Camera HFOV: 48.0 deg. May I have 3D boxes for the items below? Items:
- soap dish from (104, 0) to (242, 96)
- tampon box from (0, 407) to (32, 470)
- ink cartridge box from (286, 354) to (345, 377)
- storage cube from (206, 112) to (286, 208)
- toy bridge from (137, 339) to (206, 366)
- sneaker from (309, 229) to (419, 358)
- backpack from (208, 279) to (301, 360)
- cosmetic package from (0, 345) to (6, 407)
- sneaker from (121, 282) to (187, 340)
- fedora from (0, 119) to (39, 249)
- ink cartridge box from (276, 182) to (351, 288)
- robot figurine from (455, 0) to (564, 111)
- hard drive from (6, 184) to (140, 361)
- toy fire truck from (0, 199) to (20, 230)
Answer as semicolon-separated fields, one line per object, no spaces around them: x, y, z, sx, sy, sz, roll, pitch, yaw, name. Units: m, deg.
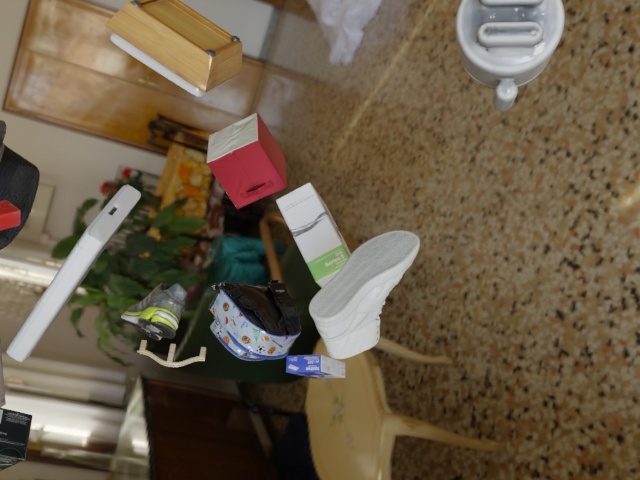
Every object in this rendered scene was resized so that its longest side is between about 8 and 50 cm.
-0.347;-0.493;1.776;0.118;0.291;0.229;-56;-1;31;soap dish
-0.732;0.439;1.576;0.161;0.120;0.101;-28;49;34;tampon box
-0.010;0.338;1.911;0.207;0.097;0.046;38;-130;-65;ink cartridge box
-0.232;-0.253;2.268;0.184;0.193;0.215;-23;37;12;storage cube
-0.415;0.318;1.996;0.026;0.188;0.063;103;173;-51;toy bridge
0.101;0.116;1.488;0.108;0.292;0.169;29;148;39;sneaker
-0.202;0.262;2.266;0.263;0.277;0.213;39;116;39;backpack
-0.975;0.298;1.933;0.197;0.155;0.365;-82;-12;-84;cosmetic package
-0.396;0.171;1.766;0.300;0.111;0.121;-9;47;59;sneaker
-0.728;-0.091;1.577;0.334;0.153;0.334;-29;46;35;fedora
0.000;0.000;2.024;0.272;0.115;0.198;64;-175;21;ink cartridge box
0.374;-0.415;1.442;0.353;0.200;0.299;-19;-66;-77;robot figurine
-0.507;0.064;1.482;0.353;0.047;0.233;-50;14;25;hard drive
-0.500;-0.104;1.019;0.192;0.047;0.135;27;122;32;toy fire truck
